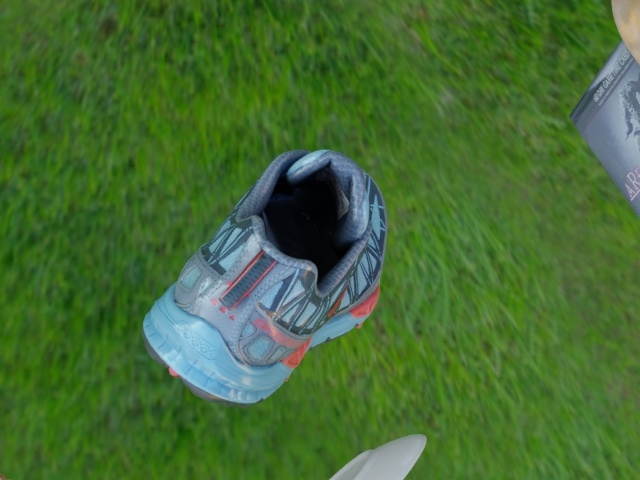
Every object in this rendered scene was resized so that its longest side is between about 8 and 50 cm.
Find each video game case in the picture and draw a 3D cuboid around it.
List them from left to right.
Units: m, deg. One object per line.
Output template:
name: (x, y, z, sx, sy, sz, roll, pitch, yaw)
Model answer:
video game case: (0.298, -0.029, 1.314, 0.026, 0.196, 0.274, -29, 76, -19)

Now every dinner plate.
dinner plate: (-0.001, 0.144, 0.880, 0.017, 0.141, 0.141, 44, 101, 0)

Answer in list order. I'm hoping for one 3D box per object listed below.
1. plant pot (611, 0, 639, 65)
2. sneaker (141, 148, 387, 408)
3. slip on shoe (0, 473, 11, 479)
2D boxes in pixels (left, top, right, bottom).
plant pot: (0.296, -0.128, 1.080, 0.236, 0.236, 0.032, 33, 68, -13)
sneaker: (0.000, 0.000, 1.024, 0.104, 0.262, 0.125, 37, 119, 1)
slip on shoe: (-0.171, 0.161, 0.322, 0.331, 0.123, 0.101, -47, 116, -25)
